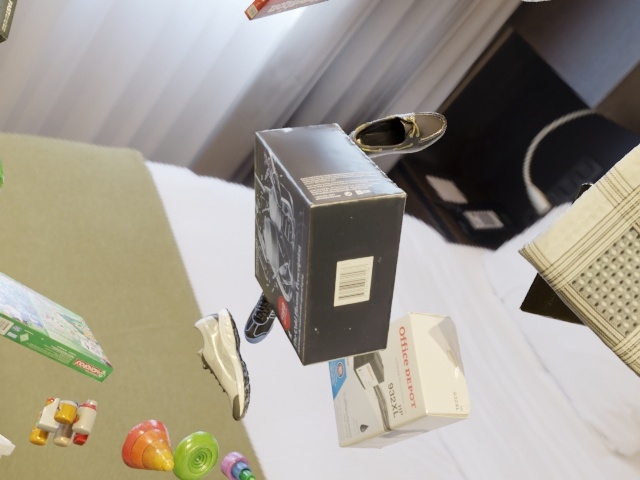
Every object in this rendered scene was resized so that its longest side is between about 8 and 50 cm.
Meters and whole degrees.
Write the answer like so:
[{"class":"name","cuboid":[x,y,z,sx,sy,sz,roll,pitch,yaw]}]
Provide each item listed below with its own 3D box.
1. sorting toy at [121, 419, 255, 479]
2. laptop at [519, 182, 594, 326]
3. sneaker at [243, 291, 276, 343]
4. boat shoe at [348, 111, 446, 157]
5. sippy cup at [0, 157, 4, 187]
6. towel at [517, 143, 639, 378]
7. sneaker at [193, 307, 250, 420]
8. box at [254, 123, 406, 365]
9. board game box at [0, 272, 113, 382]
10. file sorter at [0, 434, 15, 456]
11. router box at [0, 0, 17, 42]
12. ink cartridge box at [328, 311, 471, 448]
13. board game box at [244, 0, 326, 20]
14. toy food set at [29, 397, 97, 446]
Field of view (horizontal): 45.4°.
[{"class":"sorting toy","cuboid":[-0.288,0.530,1.809,0.365,0.127,0.126,29,-6,-41]},{"class":"laptop","cuboid":[0.643,-0.005,1.457,0.408,0.382,0.236,-34,62,-28]},{"class":"sneaker","cuboid":[-0.151,0.182,2.184,0.081,0.232,0.090,24,-22,17]},{"class":"boat shoe","cuboid":[0.167,-0.224,1.610,0.068,0.227,0.081,140,-67,-79]},{"class":"sippy cup","cuboid":[-0.759,-0.123,1.385,0.240,0.224,0.305,41,57,4]},{"class":"towel","cuboid":[0.538,0.022,1.205,0.312,0.324,0.056,47,14,2]},{"class":"sneaker","cuboid":[-0.236,0.307,1.863,0.100,0.108,0.271,87,-13,-78]},{"class":"box","cuboid":[0.000,0.000,1.450,0.179,0.343,0.312,-8,33,-19]},{"class":"board game box","cuboid":[-0.608,0.177,1.655,0.213,0.046,0.317,40,-2,44]},{"class":"file sorter","cuboid":[-0.661,0.308,1.164,0.277,0.173,0.193,24,-13,23]},{"class":"router box","cuboid":[-0.386,-0.293,0.855,0.092,0.038,0.122,42,44,-55]},{"class":"ink cartridge box","cuboid":[0.162,0.314,1.678,0.129,0.307,0.223,11,60,-33]},{"class":"board game box","cuboid":[-0.026,-0.540,1.623,0.281,0.145,0.027,-32,91,-45]},{"class":"toy food set","cuboid":[-0.545,0.373,1.654,0.111,0.232,0.104,22,53,-19]}]
